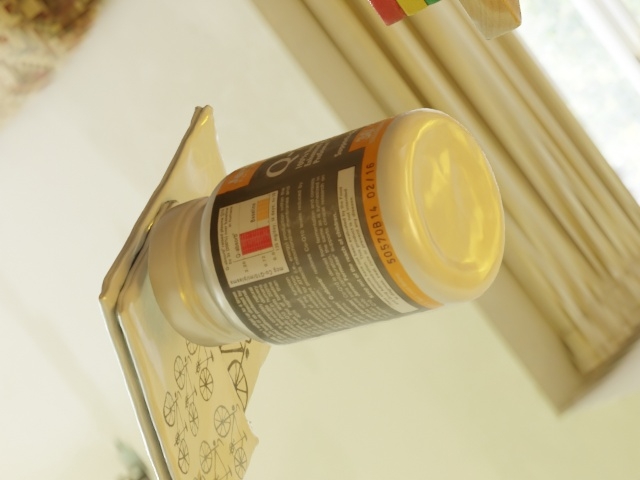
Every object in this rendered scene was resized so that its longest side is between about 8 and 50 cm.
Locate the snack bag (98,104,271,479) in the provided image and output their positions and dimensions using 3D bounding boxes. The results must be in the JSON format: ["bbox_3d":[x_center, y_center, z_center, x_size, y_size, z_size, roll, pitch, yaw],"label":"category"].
[{"bbox_3d":[-0.112,0.085,1.545,0.037,0.323,0.342,-4,-147,16],"label":"snack bag"}]

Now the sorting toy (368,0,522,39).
[{"bbox_3d":[0.018,-0.274,0.968,0.089,0.255,0.257,-24,-141,22],"label":"sorting toy"}]

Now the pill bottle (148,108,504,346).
[{"bbox_3d":[0.000,0.000,1.323,0.278,0.162,0.162,-15,-164,35],"label":"pill bottle"}]
